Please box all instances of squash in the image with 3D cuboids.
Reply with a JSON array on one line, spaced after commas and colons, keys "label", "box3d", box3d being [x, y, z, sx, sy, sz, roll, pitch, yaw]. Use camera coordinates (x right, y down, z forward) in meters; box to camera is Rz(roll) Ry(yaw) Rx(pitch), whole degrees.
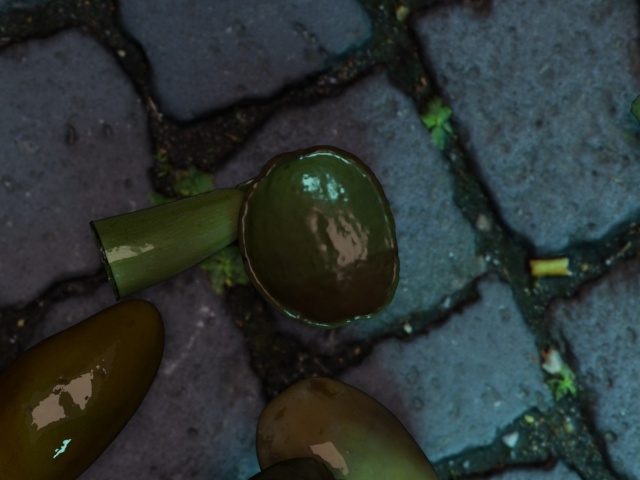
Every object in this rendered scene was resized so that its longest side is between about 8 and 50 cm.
[{"label": "squash", "box3d": [-0.147, -0.019, 1.481, 0.224, 0.094, 0.094, -25, 86, -14]}]

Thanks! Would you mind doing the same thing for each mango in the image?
[{"label": "mango", "box3d": [-0.269, 0.162, 1.429, 0.138, 0.113, 0.253, 41, 81, -2]}]

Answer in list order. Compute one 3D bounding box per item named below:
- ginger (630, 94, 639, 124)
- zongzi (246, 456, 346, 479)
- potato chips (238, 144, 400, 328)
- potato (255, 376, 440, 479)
[{"label": "ginger", "box3d": [0.459, -0.075, 1.520, 0.116, 0.109, 0.263, -36, 87, 20]}, {"label": "zongzi", "box3d": [-0.007, 0.469, 1.339, 0.500, 0.218, 0.467, -38, 102, 16]}, {"label": "potato chips", "box3d": [-0.001, -0.001, 1.490, 0.208, 0.062, 0.195, 35, 77, -15]}, {"label": "potato", "box3d": [0.028, 0.256, 1.440, 0.234, 0.146, 0.150, 44, 114, 0]}]
